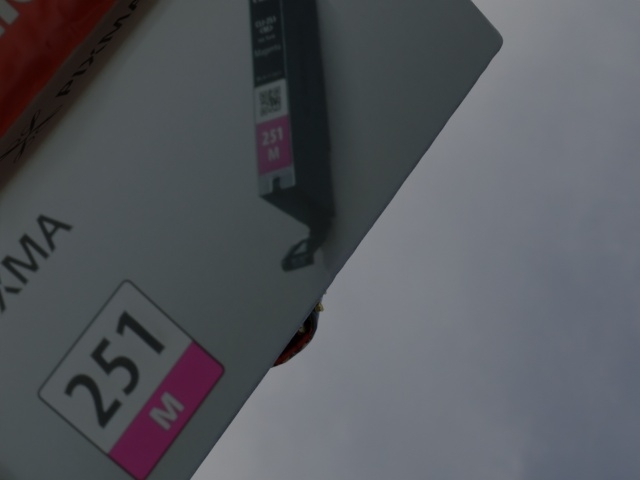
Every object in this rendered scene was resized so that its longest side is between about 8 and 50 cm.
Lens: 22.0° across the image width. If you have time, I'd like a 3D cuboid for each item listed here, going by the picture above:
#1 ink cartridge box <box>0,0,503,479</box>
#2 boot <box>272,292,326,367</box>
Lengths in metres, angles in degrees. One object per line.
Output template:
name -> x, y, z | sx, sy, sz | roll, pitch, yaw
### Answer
ink cartridge box -> -0.087, -0.058, 0.612 | 0.275, 0.239, 0.060 | -54, -154, -19
boot -> 0.001, 0.001, 1.556 | 0.236, 0.085, 0.178 | -44, -155, 32
